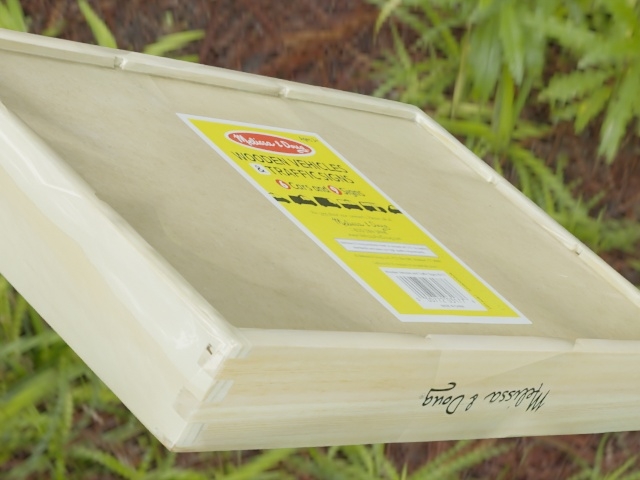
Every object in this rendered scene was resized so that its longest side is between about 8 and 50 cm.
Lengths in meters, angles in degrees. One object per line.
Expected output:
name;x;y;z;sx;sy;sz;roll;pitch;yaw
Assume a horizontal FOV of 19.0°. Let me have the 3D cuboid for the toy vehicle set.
toy vehicle set;0.000;0.000;0.623;0.166;0.267;0.035;43;112;32
